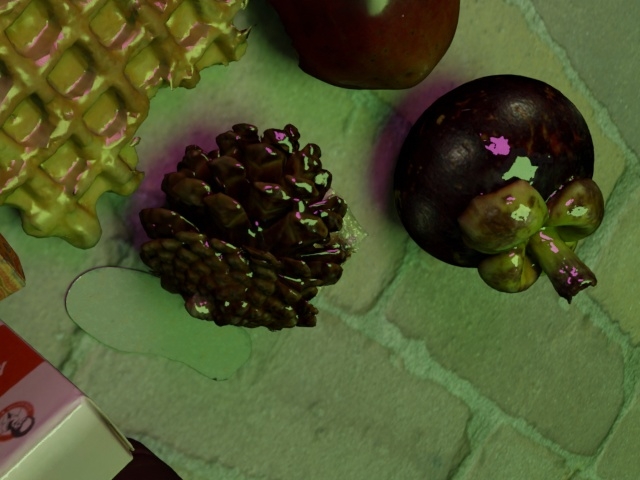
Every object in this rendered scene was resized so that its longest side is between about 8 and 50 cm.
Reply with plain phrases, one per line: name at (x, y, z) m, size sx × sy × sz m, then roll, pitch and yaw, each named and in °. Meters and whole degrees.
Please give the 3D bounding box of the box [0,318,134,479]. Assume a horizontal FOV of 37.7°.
box at (-0.298, 0.181, 0.515) m, size 0.353 × 0.214 × 0.069 m, roll -45°, pitch 132°, yaw -19°

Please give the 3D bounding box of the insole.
insole at (-0.126, 0.069, 0.770) m, size 0.197 × 0.004 × 0.065 m, roll 30°, pitch 85°, yaw -44°

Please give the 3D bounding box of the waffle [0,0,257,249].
waffle at (-0.158, -0.145, 0.607) m, size 0.281 × 0.058 × 0.301 m, roll 14°, pitch 101°, yaw -53°

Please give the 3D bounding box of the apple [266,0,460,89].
apple at (0.039, -0.195, 0.722) m, size 0.158 × 0.147 × 0.156 m, roll 39°, pitch 58°, yaw -44°

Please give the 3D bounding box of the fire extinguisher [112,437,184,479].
fire extinguisher at (-0.078, 0.268, 0.655) m, size 0.105 × 0.341 × 0.141 m, roll 12°, pitch 100°, yaw -43°

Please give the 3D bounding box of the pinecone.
pinecone at (-0.054, -0.012, 0.709) m, size 0.173 × 0.173 × 0.173 m, roll -17°, pitch 117°, yaw -37°

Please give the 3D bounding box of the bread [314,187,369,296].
bread at (0.000, 0.000, 0.835) m, size 0.083 × 0.035 × 0.070 m, roll -46°, pitch 130°, yaw -15°

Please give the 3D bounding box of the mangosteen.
mangosteen at (0.175, -0.041, 0.850) m, size 0.192 × 0.217 × 0.192 m, roll -29°, pitch 150°, yaw -18°

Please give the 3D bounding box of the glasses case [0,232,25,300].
glasses case at (-0.287, 0.051, 0.544) m, size 0.218 × 0.049 × 0.075 m, roll -32°, pitch 126°, yaw -8°
